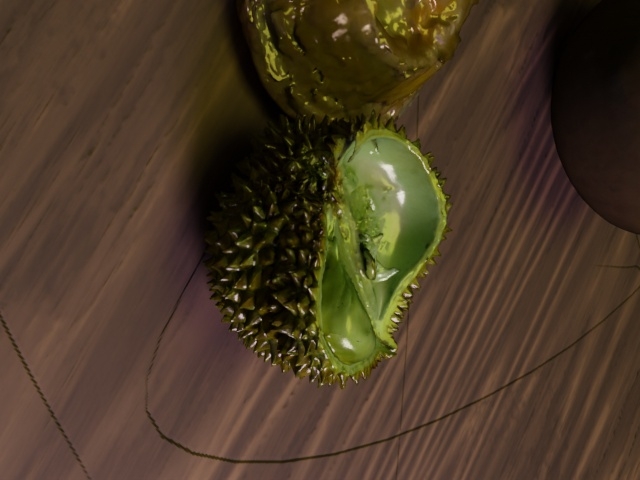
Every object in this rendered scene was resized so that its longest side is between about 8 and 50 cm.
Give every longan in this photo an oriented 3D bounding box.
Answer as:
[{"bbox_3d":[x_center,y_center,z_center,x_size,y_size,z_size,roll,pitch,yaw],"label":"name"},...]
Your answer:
[{"bbox_3d":[0.385,-0.153,1.734,0.300,0.243,0.300,-39,143,-38],"label":"longan"}]

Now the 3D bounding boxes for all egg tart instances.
[{"bbox_3d":[0.053,-0.237,1.411,0.315,0.120,0.315,-9,102,-49],"label":"egg tart"}]

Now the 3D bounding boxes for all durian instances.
[{"bbox_3d":[-0.002,0.003,1.333,0.200,0.176,0.237,22,83,-60],"label":"durian"}]
